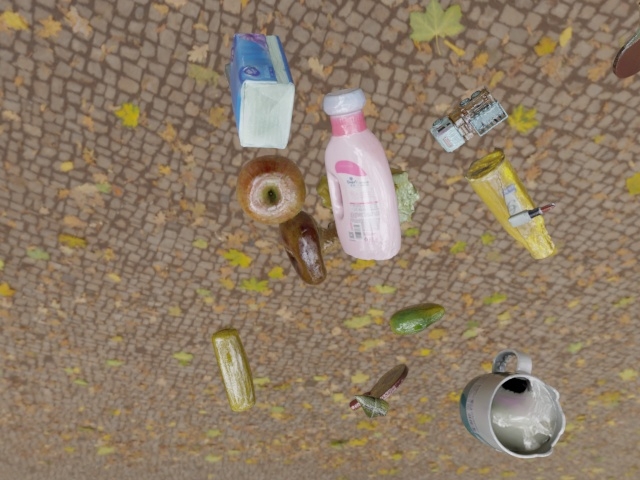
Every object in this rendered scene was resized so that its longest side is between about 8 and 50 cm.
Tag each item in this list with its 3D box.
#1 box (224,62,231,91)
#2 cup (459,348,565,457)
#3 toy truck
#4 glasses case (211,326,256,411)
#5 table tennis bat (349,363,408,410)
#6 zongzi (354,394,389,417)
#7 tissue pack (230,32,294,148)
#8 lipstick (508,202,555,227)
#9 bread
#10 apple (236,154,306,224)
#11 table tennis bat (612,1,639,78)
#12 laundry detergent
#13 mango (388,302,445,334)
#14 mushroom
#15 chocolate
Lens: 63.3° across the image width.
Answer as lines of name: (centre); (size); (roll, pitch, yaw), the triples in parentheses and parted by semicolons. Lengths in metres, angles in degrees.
box: (-0.238, -0.476, 1.548); (0.069, 0.122, 0.084); (-19, 176, -15)
cup: (0.539, 0.460, 1.501); (0.219, 0.290, 0.257); (15, 166, -6)
toy truck: (0.377, -0.300, 1.330); (0.177, 0.115, 0.080); (-36, 115, 20)
glasses case: (-0.222, 0.338, 1.353); (0.079, 0.064, 0.234); (-15, 107, -11)
table tennis bat: (0.218, 0.561, 1.940); (0.038, 0.200, 0.310); (48, 125, 1)
zongzi: (0.126, 0.467, 1.475); (0.113, 0.052, 0.104); (21, 146, -11)
tissue pack: (-0.161, -0.397, 1.373); (0.146, 0.263, 0.198); (-1, 136, -13)
lipstick: (0.473, -0.060, 1.158); (0.107, 0.025, 0.025); (-26, 96, 48)
bread: (0.154, -0.142, 1.645); (0.238, 0.252, 0.196); (-19, 116, -32)
apple: (-0.145, -0.151, 1.535); (0.211, 0.188, 0.211); (0, 104, 1)
table tennis bat: (0.433, -0.271, 0.691); (0.095, 0.014, 0.158); (-38, 152, 17)
laundry detergent: (0.073, -0.127, 1.027); (0.159, 0.088, 0.335); (7, 120, 41)
mango: (0.306, 0.252, 1.677); (0.191, 0.086, 0.122); (-11, 175, -32)
mushroom: (-0.035, 0.001, 1.808); (0.254, 0.267, 0.267); (-49, 125, 2)
chocolate: (0.704, -0.115, 1.856); (0.162, 0.162, 0.445); (-32, 111, 30)
